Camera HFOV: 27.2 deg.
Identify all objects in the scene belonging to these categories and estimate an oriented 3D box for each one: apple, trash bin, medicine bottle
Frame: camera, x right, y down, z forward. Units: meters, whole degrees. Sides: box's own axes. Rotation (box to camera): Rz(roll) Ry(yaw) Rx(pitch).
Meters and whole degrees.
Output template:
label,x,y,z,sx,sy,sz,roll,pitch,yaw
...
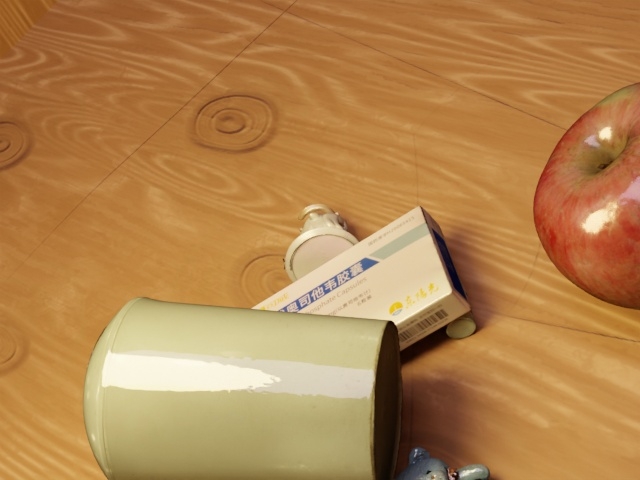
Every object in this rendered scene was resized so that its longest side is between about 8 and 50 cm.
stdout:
label,x,y,z,sx,sy,sz,roll,pitch,yaw
apple,0.466,-0.053,1.829,0.345,0.269,0.345,-36,29,24
trash bin,-0.115,0.223,1.837,0.432,0.280,0.280,2,50,13
medicine bottle,0.202,0.103,1.982,0.047,0.047,0.083,-23,43,10

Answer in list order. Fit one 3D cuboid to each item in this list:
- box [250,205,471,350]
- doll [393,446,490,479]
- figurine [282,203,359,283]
label,x,y,z,sx,sy,sz,roll,pitch,yaw
box,0.048,0.109,2.017,0.343,0.065,0.200,-32,41,15
doll,0.176,0.337,1.755,0.179,0.075,0.120,2,56,33
figurine,0.000,0.000,2.158,0.132,0.132,0.154,-24,30,9
